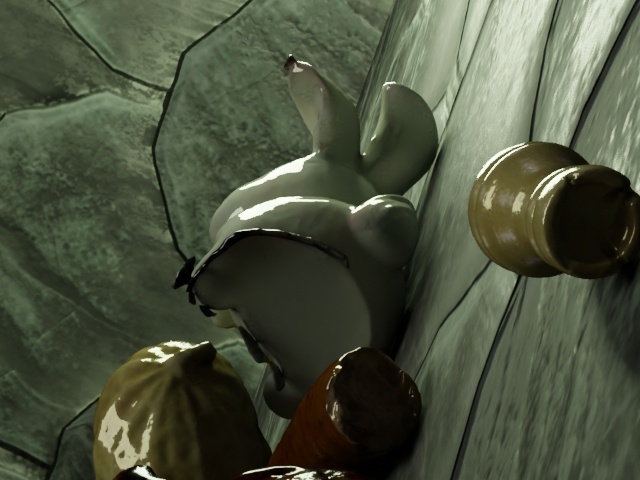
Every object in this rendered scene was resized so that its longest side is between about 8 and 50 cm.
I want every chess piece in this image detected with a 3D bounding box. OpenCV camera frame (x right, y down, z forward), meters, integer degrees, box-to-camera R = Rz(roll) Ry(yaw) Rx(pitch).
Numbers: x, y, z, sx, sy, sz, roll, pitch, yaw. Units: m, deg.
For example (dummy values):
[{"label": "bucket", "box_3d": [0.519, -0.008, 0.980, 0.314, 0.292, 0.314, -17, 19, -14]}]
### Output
[{"label": "chess piece", "box_3d": [0.110, -0.013, 0.906, 0.122, 0.066, 0.066, -163, 92, -82]}]

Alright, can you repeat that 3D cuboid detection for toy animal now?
[{"label": "toy animal", "box_3d": [-0.006, 0.004, 1.697, 0.310, 0.182, 0.247, -67, 2, -66]}]

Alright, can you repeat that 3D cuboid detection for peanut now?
[{"label": "peanut", "box_3d": [-0.102, 0.230, 1.599, 0.159, 0.143, 0.291, -59, -39, -74]}]

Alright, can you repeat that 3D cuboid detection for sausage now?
[{"label": "sausage", "box_3d": [0.003, 0.167, 1.437, 0.302, 0.076, 0.103, 114, 174, -54]}]

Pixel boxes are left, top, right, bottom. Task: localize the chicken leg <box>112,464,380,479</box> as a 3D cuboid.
[{"label": "chicken leg", "box_3d": [-0.041, 0.192, 1.286, 0.407, 0.158, 0.096, 177, 98, -67]}]
